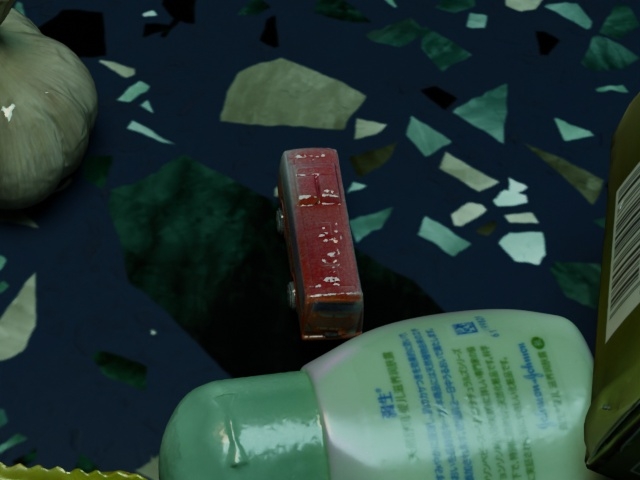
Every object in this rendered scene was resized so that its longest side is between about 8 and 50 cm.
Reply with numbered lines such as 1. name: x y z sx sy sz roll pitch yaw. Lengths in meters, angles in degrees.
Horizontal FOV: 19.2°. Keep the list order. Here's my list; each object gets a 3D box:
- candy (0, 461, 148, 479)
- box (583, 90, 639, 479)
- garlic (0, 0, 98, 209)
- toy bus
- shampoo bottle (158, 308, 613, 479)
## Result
1. candy: -0.227 0.303 1.407 0.187 0.081 0.297 5 60 1
2. box: 0.423 0.078 1.509 0.420 0.138 0.373 24 47 -13
3. garlic: -0.307 -0.153 1.708 0.218 0.212 0.218 6 46 -6
4. toy bus: 0.000 0.000 1.680 0.065 0.077 0.192 -3 50 -9
5. shampoo bottle: 0.047 0.166 1.492 0.349 0.151 0.222 -7 57 -10
